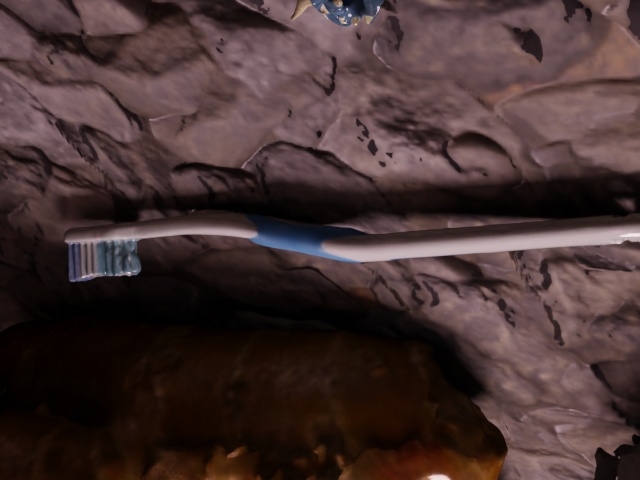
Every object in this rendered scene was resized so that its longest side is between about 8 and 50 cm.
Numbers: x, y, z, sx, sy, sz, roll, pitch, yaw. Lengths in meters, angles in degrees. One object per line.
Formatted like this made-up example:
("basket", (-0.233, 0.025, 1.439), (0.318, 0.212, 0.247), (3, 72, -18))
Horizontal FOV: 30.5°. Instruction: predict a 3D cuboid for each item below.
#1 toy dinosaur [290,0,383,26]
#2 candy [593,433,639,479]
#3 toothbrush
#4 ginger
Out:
("toy dinosaur", (0.013, -0.123, 0.503), (0.047, 0.031, 0.083), (28, 145, -6))
("candy", (0.267, 0.192, 0.660), (0.195, 0.137, 0.185), (-11, 131, 44))
("toothbrush", (0.000, -0.005, 0.665), (0.386, 0.040, 0.040), (-4, 135, 31))
("ginger", (-0.093, 0.165, 0.771), (0.418, 0.254, 0.176), (2, 133, 22))
